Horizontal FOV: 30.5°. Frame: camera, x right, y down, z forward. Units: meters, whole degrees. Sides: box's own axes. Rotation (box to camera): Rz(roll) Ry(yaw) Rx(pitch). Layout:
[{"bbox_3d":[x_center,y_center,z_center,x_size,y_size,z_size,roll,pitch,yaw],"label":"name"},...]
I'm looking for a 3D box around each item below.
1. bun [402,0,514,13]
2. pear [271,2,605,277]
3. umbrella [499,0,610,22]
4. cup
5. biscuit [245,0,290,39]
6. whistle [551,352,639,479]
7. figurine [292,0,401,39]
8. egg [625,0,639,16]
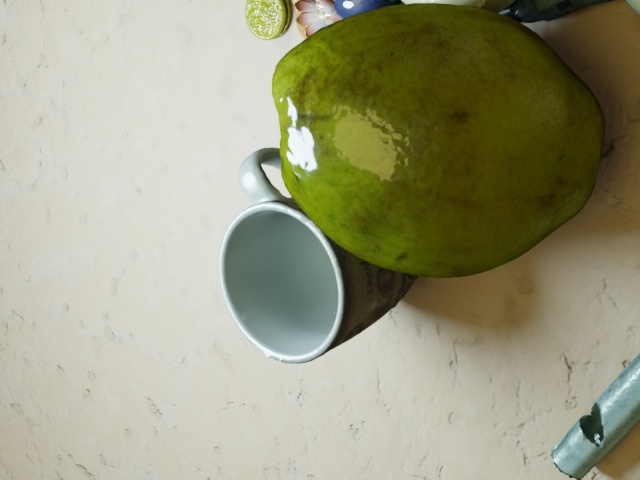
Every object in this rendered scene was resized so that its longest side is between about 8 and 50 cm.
[{"bbox_3d":[0.188,-0.417,1.468,0.287,0.146,0.287,16,114,40],"label":"bun"},{"bbox_3d":[0.137,-0.115,1.444,0.413,0.352,0.352,8,113,-3],"label":"pear"},{"bbox_3d":[0.303,-0.306,1.460,0.250,0.053,0.052,-10,96,41],"label":"umbrella"},{"bbox_3d":[0.000,0.000,1.671,0.227,0.257,0.301,-34,80,39],"label":"cup"},{"bbox_3d":[-0.081,-0.350,1.802,0.084,0.023,0.084,14,112,39],"label":"biscuit"},{"bbox_3d":[0.405,0.194,1.505,0.062,0.062,0.312,48,127,21],"label":"whistle"},{"bbox_3d":[0.048,-0.336,1.654,0.195,0.111,0.102,-19,72,46],"label":"figurine"},{"bbox_3d":[0.401,-0.342,1.275,0.188,0.188,0.254,-27,79,42],"label":"egg"}]
